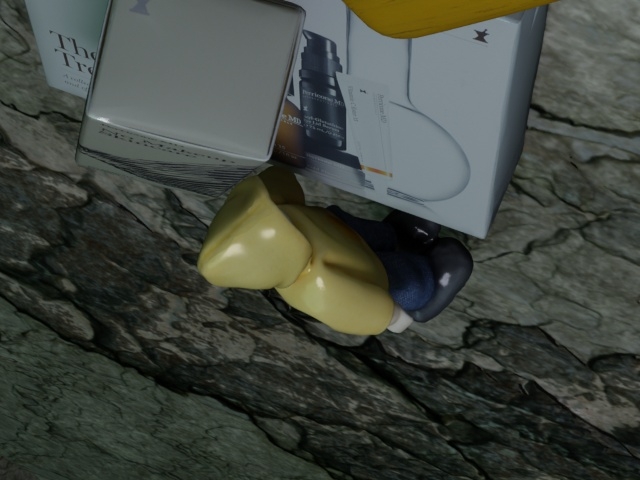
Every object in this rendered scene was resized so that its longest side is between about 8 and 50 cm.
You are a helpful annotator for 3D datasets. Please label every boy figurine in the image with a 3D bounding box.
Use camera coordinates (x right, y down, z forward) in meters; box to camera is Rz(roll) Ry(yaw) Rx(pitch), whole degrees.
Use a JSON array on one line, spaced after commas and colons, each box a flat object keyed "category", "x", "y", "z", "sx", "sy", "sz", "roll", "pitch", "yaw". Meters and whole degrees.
[{"category": "boy figurine", "x": 0.000, "y": 0.000, "z": 1.306, "sx": 0.285, "sy": 0.092, "sz": 0.177, "roll": 12, "pitch": -143, "yaw": -54}]

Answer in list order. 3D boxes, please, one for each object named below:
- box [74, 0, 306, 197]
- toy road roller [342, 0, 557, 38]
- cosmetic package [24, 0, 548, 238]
[{"category": "box", "x": -0.090, "y": -0.091, "z": 1.030, "sx": 0.113, "sy": 0.094, "sz": 0.275, "roll": 14, "pitch": 175, "yaw": -7}, {"category": "toy road roller", "x": 0.058, "y": -0.247, "z": 0.759, "sx": 0.329, "sy": 0.240, "sz": 0.202, "roll": 40, "pitch": 150, "yaw": -29}, {"category": "cosmetic package", "x": -0.033, "y": -0.162, "z": 1.178, "sx": 0.377, "sy": 0.097, "sz": 0.284, "roll": 20, "pitch": 152, "yaw": 11}]
